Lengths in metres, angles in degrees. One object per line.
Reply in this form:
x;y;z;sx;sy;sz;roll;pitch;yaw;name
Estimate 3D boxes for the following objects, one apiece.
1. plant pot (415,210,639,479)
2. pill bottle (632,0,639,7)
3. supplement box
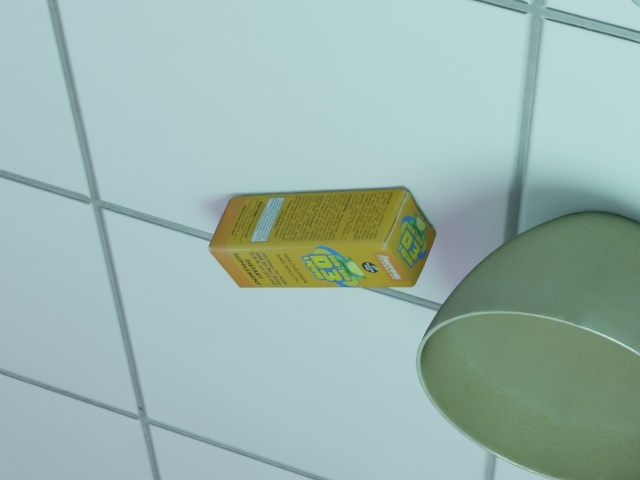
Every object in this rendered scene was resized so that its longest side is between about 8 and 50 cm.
0.255;0.084;1.677;0.284;0.191;0.284;17;147;12;plant pot
0.369;-0.186;1.261;0.264;0.146;0.146;26;147;1;pill bottle
0.000;0.000;1.839;0.233;0.080;0.078;-4;139;34;supplement box
